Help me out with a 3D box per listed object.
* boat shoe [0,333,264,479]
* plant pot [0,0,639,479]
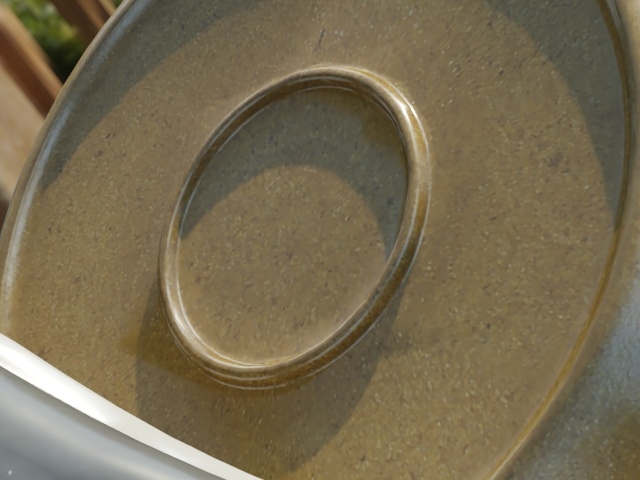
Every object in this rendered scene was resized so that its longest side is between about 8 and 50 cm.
[{"bbox_3d":[-0.066,0.086,0.378,0.335,0.112,0.095,14,31,21],"label":"boat shoe"},{"bbox_3d":[0.000,0.000,0.454,0.236,0.032,0.236,-19,57,33],"label":"plant pot"}]
